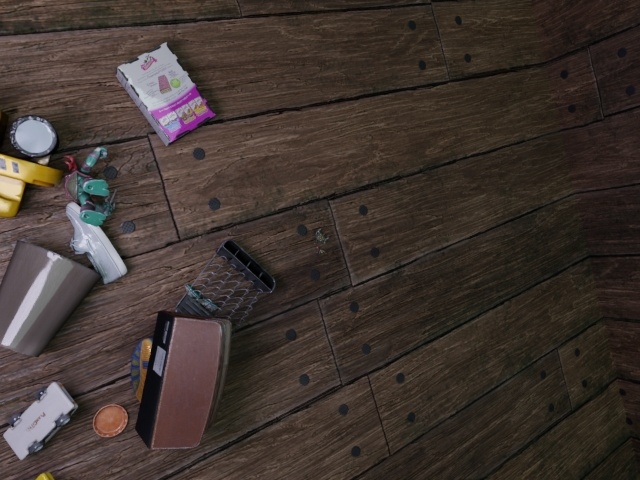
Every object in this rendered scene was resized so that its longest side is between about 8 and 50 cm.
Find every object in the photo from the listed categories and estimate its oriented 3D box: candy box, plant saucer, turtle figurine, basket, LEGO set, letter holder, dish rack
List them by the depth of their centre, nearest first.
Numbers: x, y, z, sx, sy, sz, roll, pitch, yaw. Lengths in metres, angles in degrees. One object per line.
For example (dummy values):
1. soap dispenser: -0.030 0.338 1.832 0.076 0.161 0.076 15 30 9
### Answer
1. basket: -0.665 0.144 1.134 0.205 0.154 0.226 27 70 -18
2. turtle figurine: -0.573 -0.134 1.207 0.118 0.234 0.175 -12 121 -22
3. letter holder: -0.311 0.344 1.212 0.215 0.152 0.301 14 81 -31
4. plant saucer: -0.552 0.472 1.271 0.084 0.013 0.083 1 87 -28
5. candy box: -0.430 -0.405 1.350 0.159 0.071 0.233 -39 106 -24
6. dish rack: -0.272 0.158 1.376 0.208 0.074 0.271 45 52 -19
7. LEGO set: -0.002 0.001 1.593 0.054 0.023 0.083 12 95 -25

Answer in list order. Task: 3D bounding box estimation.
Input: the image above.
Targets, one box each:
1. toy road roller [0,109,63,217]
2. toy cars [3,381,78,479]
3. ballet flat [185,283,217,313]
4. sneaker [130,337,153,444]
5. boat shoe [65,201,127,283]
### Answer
1. toy road roller: -0.764 -0.190 1.091 0.330 0.203 0.240 15 91 -29
2. toy cars: -0.666 0.530 1.159 0.177 0.087 0.393 4 84 12
3. ballet flat: -0.349 0.172 1.384 0.114 0.041 0.041 41 70 -20
4. sneaker: -0.424 0.402 1.308 0.131 0.112 0.296 -8 93 -45
5. boat shoe: -0.590 0.012 1.237 0.081 0.079 0.227 -39 109 -29
